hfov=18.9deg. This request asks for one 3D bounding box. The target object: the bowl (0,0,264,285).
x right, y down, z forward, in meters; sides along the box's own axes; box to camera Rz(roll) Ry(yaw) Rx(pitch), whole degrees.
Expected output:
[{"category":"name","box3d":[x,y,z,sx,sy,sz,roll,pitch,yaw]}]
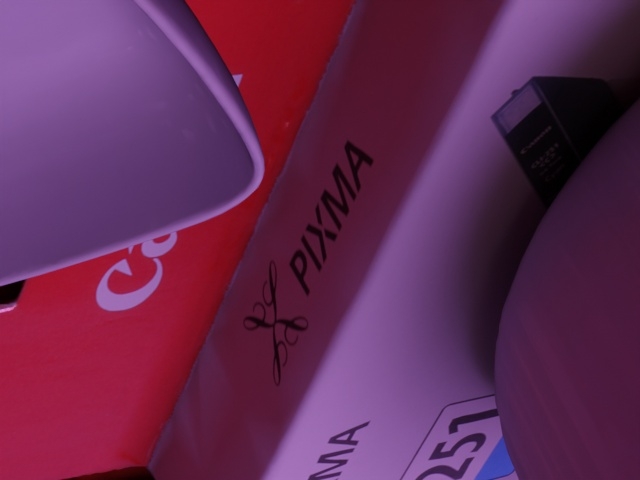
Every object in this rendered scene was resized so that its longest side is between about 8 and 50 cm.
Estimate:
[{"category":"bowl","box3d":[-0.096,-0.040,0.440,0.142,0.053,0.142,-17,151,12]}]

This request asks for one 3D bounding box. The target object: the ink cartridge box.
[{"category":"ink cartridge box","box3d":[0.000,0.000,0.583,0.261,0.066,0.296,-8,141,-32]}]

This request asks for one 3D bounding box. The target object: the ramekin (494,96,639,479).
[{"category":"ramekin","box3d":[0.187,0.041,0.573,0.277,0.135,0.277,-15,136,-15]}]
